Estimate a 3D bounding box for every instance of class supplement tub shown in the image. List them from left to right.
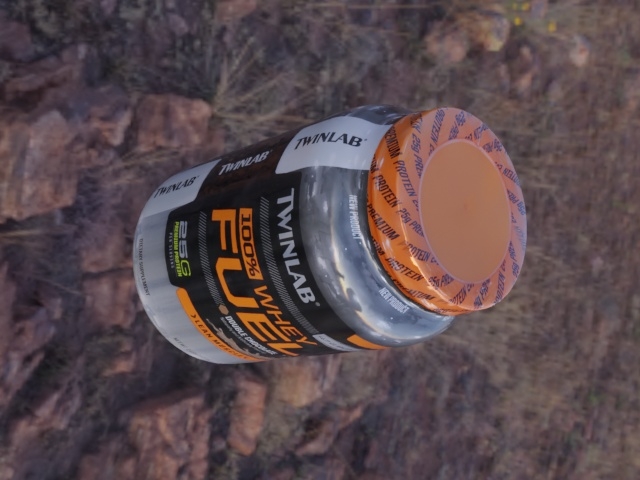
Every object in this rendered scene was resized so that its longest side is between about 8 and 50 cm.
[{"bbox_3d":[0.000,0.000,0.847,0.207,0.338,0.207,12,72,-41],"label":"supplement tub"}]
